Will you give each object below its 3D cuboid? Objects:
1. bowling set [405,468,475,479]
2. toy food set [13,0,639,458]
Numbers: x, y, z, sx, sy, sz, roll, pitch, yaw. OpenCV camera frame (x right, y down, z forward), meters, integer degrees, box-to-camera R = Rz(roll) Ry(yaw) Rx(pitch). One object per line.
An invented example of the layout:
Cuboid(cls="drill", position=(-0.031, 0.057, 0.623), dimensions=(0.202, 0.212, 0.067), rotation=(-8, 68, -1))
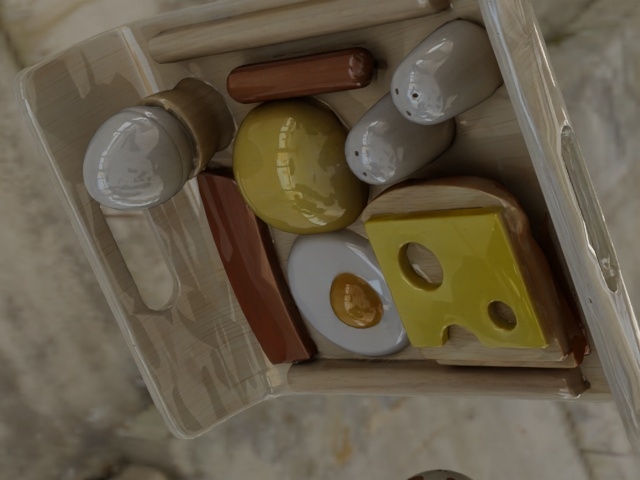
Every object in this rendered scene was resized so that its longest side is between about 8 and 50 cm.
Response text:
Cuboid(cls="bowling set", position=(-0.032, 0.162, 0.741), dimensions=(0.154, 0.287, 0.200), rotation=(34, -107, -9))
Cuboid(cls="toy food set", position=(0.000, 0.000, 0.788), dimensions=(0.092, 0.306, 0.220), rotation=(-37, -67, -39))
